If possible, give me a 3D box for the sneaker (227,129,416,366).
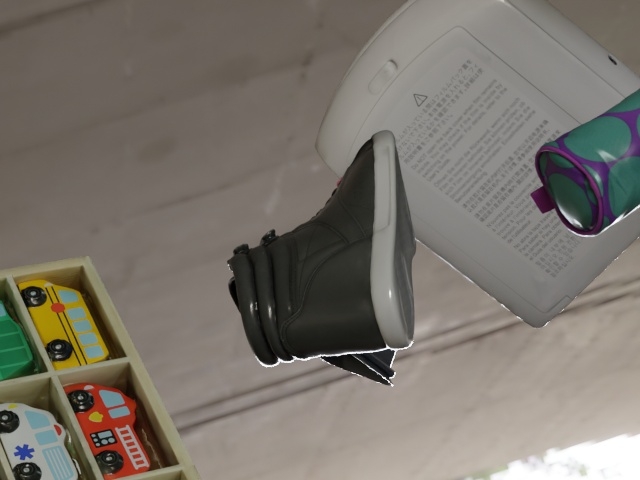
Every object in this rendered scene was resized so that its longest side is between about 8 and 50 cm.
[{"bbox_3d":[0.000,0.000,1.351,0.147,0.104,0.295,-11,28,10],"label":"sneaker"}]

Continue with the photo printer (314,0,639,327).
[{"bbox_3d":[0.168,-0.094,1.535,0.256,0.307,0.107,-48,13,24],"label":"photo printer"}]

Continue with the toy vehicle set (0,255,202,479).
[{"bbox_3d":[-0.165,0.122,0.918,0.166,0.267,0.035,-11,-43,-25],"label":"toy vehicle set"}]

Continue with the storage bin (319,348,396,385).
[{"bbox_3d":[0.029,0.073,1.620,0.098,0.091,0.135,17,-13,31],"label":"storage bin"}]

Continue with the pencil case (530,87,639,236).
[{"bbox_3d":[0.203,-0.064,1.006,0.152,0.064,0.070,-32,11,-21],"label":"pencil case"}]
